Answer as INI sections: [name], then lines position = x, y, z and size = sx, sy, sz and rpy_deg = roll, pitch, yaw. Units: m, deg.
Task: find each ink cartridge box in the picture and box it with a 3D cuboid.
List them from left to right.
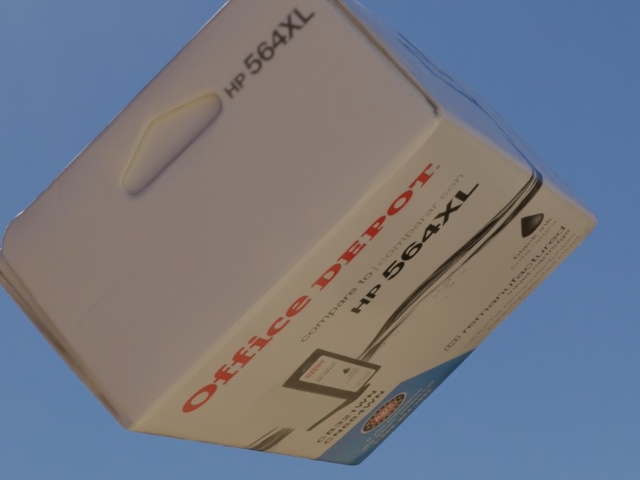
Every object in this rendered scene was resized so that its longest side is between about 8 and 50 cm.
[ink cartridge box]
position = 0.000, 0.000, 0.698
size = 0.148, 0.086, 0.203
rpy_deg = -46, -22, 10
